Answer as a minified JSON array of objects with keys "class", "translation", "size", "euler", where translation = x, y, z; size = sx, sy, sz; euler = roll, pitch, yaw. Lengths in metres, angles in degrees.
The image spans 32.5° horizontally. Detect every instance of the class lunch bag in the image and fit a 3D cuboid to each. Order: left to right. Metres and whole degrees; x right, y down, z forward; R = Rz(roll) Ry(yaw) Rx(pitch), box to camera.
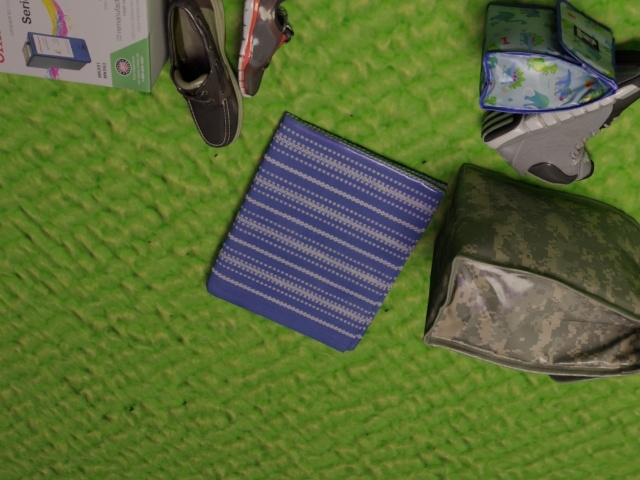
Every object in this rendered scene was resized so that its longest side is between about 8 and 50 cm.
[{"class":"lunch bag","translation":[0.259,-0.208,1.247],"size":[0.151,0.129,0.096],"euler":[7,129,7]},{"class":"lunch bag","translation":[0.288,0.051,1.377],"size":[0.287,0.235,0.169],"euler":[15,124,-1]}]

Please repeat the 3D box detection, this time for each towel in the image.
[{"class":"towel","translation":[0.000,0.000,1.527],"size":[0.243,0.040,0.336],"euler":[24,126,-6]}]

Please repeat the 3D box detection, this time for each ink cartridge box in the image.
[{"class":"ink cartridge box","translation":[-0.298,-0.276,1.322],"size":[0.212,0.093,0.154],"euler":[10,130,5]}]

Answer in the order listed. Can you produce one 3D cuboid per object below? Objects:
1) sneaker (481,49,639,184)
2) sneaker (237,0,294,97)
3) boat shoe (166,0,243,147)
[{"class":"sneaker","translation":[0.321,-0.138,1.330],"size":[0.228,0.086,0.132],"euler":[-20,127,36]},{"class":"sneaker","translation":[-0.065,-0.239,1.332],"size":[0.065,0.061,0.158],"euler":[5,132,-6]},{"class":"boat shoe","translation":[-0.151,-0.207,1.352],"size":[0.080,0.073,0.223],"euler":[12,128,25]}]
